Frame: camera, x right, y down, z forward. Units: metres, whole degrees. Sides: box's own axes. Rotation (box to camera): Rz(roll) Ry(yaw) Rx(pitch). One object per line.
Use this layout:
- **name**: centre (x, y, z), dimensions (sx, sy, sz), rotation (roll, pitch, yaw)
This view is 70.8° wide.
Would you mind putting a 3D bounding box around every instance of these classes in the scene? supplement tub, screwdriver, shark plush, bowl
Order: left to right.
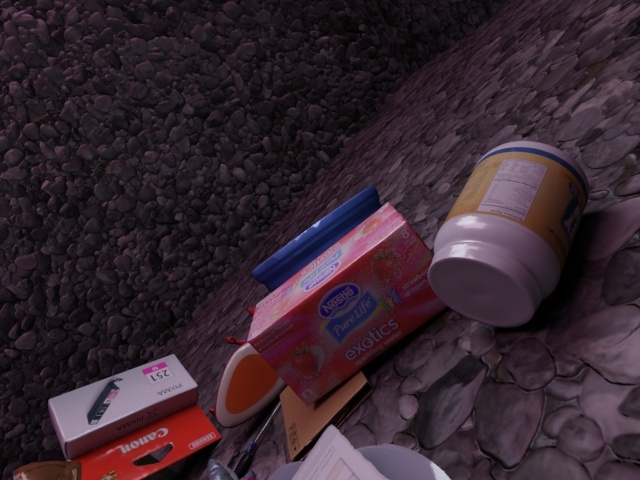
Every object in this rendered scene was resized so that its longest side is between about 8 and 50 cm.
- **shark plush**: centre (-0.156, 0.406, 0.682), dimensions (0.073, 0.067, 0.161), rotation (-42, 14, 15)
- **screwdriver**: centre (-0.111, 0.355, 0.814), dimensions (0.170, 0.024, 0.025), rotation (-50, -16, -42)
- **bowl**: centre (0.000, 0.000, 1.174), dimensions (0.391, 0.077, 0.391), rotation (-36, 0, 0)
- **supplement tub**: centre (0.229, -0.010, 0.554), dimensions (0.200, 0.144, 0.144), rotation (-54, 15, -28)

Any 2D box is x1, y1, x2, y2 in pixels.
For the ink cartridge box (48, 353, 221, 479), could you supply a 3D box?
- **ink cartridge box**: centre (-0.381, 0.371, 0.936), dimensions (0.275, 0.060, 0.238), rotation (-14, 33, -40)

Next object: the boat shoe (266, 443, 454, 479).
- **boat shoe**: centre (0.041, 0.269, 0.408), dimensions (0.306, 0.105, 0.113), rotation (-39, 18, 45)

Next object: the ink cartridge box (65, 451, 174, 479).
- **ink cartridge box**: centre (-0.447, 0.555, 0.837), dimensions (0.119, 0.207, 0.353), rotation (-42, 14, 22)

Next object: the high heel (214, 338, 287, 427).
- **high heel**: centre (-0.103, 0.238, 0.988), dimensions (0.377, 0.127, 0.181), rotation (-51, -2, -28)

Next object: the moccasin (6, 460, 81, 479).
- **moccasin**: centre (-0.390, 0.523, 0.673), dimensions (0.139, 0.146, 0.380), rotation (-59, 45, 23)

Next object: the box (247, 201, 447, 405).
- **box**: centre (0.047, 0.096, 0.726), dimensions (0.299, 0.154, 0.142), rotation (-37, 13, 8)

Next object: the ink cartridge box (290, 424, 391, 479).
- **ink cartridge box**: centre (0.000, 0.278, 0.177), dimensions (0.308, 0.091, 0.385), rotation (-53, 8, -14)

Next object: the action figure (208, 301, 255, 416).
- **action figure**: centre (-0.189, 0.265, 1.069), dimensions (0.091, 0.139, 0.280), rotation (-33, 16, 40)

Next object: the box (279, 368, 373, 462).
- **box**: centre (0.001, 0.253, 0.751), dimensions (0.164, 0.021, 0.201), rotation (-46, 13, -1)

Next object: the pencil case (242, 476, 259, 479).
- **pencil case**: centre (-0.133, 0.411, 0.541), dimensions (0.236, 0.104, 0.104), rotation (-48, 13, -9)
